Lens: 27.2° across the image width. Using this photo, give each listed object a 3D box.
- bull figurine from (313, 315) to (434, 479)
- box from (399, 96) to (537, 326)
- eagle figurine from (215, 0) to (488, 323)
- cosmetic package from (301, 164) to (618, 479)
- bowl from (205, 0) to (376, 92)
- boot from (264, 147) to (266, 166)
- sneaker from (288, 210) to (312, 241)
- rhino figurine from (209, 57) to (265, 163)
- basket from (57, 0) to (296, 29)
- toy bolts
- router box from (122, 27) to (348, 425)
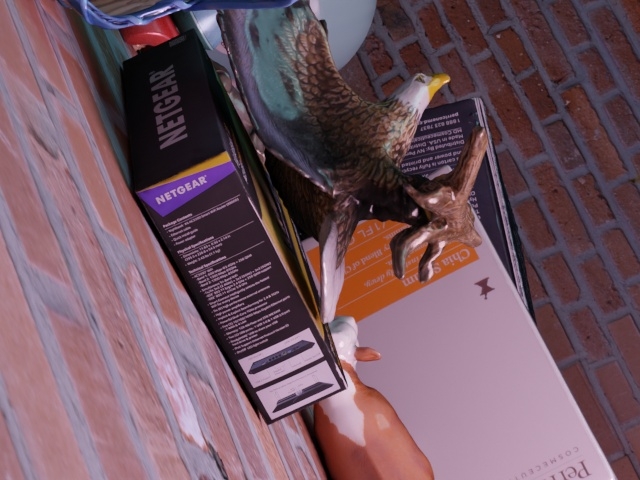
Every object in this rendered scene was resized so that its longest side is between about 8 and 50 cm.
[{"bbox_3d":[0.060,0.230,1.384,0.188,0.101,0.310,64,2,-58],"label":"bull figurine"},{"bbox_3d":[0.198,0.110,2.141,0.480,0.297,0.472,61,17,-60],"label":"box"},{"bbox_3d":[0.013,-0.098,1.121,0.298,0.226,0.225,39,32,21],"label":"eagle figurine"},{"bbox_3d":[0.162,0.161,1.587,0.453,0.230,0.161,65,7,31],"label":"cosmetic package"},{"bbox_3d":[-0.094,-0.307,1.670,0.312,0.311,0.163,64,22,-18],"label":"bowl"},{"bbox_3d":[-0.034,-0.071,1.805,0.305,0.112,0.115,41,22,-8],"label":"boot"},{"bbox_3d":[-0.001,0.000,1.733,0.152,0.058,0.084,58,-1,-18],"label":"sneaker"},{"bbox_3d":[-0.135,-0.174,1.582,0.106,0.073,0.243,-102,166,-61],"label":"rhino figurine"},{"bbox_3d":[-0.125,-0.269,0.923,0.289,0.201,0.255,0,-59,58],"label":"basket"},{"bbox_3d":[-0.158,-0.309,1.404,0.218,0.158,0.228,60,6,-62],"label":"toy bolts"},{"bbox_3d":[-0.081,-0.024,1.165,0.309,0.081,0.243,-110,174,-61],"label":"router box"}]
